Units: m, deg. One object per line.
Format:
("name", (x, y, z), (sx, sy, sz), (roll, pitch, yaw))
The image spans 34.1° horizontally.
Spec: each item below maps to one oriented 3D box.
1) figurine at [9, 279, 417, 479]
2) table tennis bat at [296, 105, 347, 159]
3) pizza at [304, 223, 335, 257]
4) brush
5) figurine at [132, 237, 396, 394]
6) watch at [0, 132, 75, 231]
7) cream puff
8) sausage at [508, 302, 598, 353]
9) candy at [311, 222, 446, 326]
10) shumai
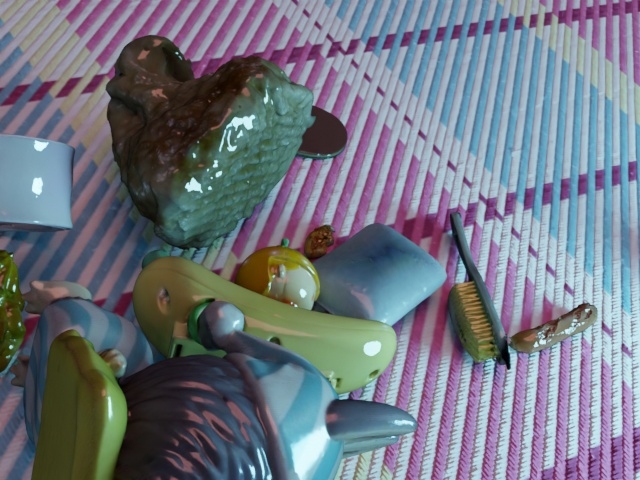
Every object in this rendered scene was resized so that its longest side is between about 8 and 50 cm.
("figurine", (-0.107, 0.207, 1.071), (0.378, 0.266, 0.361), (9, 26, -26))
("table tennis bat", (-0.076, -0.189, 1.653), (0.246, 0.022, 0.138), (15, 40, -6))
("pizza", (0.000, 0.000, 1.470), (0.037, 0.016, 0.083), (32, 41, 7))
("brush", (0.198, 0.066, 1.444), (0.060, 0.068, 0.297), (-11, 40, 0))
("figurine", (-0.066, 0.093, 1.268), (0.324, 0.124, 0.222), (11, 38, -8))
("watch", (-0.408, -0.048, 1.230), (0.231, 0.196, 0.244), (5, -2, -12))
("cream puff", (-0.396, 0.078, 1.170), (0.146, 0.116, 0.146), (13, 40, -11))
("sausage", (0.324, 0.122, 1.437), (0.158, 0.042, 0.036), (-18, 90, -32))
("candy", (0.071, 0.051, 1.395), (0.138, 0.071, 0.174), (36, 46, 22))
("shumai", (-0.193, -0.151, 1.376), (0.262, 0.267, 0.314), (32, 36, 12))
